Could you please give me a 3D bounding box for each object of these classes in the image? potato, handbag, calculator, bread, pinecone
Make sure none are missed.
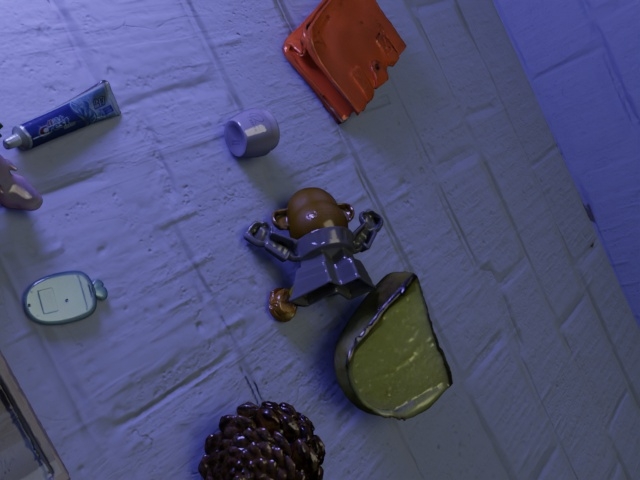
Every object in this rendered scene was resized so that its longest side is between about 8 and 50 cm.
[{"bbox_3d":[0.134,0.278,1.531,0.280,0.213,0.330,-30,107,-27],"label":"potato"},{"bbox_3d":[0.084,-0.569,1.819,0.303,0.116,0.410,47,50,-20],"label":"handbag"},{"bbox_3d":[-0.466,0.104,1.132,0.153,0.021,0.095,-13,85,-41],"label":"calculator"},{"bbox_3d":[-0.087,0.151,1.451,0.081,0.046,0.083,-9,79,-50],"label":"bread"},{"bbox_3d":[-0.102,0.443,1.212,0.257,0.244,0.243,45,47,-49],"label":"pinecone"}]

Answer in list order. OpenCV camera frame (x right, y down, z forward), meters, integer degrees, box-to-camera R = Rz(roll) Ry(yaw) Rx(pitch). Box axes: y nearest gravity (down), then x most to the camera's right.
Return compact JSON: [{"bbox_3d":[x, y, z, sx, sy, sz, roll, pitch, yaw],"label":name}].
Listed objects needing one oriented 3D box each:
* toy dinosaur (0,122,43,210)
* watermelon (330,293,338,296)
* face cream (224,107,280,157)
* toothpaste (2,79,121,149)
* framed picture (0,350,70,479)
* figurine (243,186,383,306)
[{"bbox_3d":[-0.574,-0.140,1.048,0.194,0.177,0.152,17,65,-6],"label":"toy dinosaur"},{"bbox_3d":[0.024,0.103,1.574,0.093,0.072,0.084,-3,88,-5],"label":"watermelon"},{"bbox_3d":[-0.164,-0.256,1.475,0.104,0.117,0.117,-25,93,-38],"label":"face cream"},{"bbox_3d":[-0.503,-0.237,1.206,0.069,0.047,0.268,48,44,-3],"label":"toothpaste"},{"bbox_3d":[-0.636,0.344,0.883,0.446,0.028,0.325,-31,97,-45],"label":"framed picture"},{"bbox_3d":[0.001,-0.001,1.480,0.343,0.167,0.284,3,59,-41],"label":"figurine"}]
